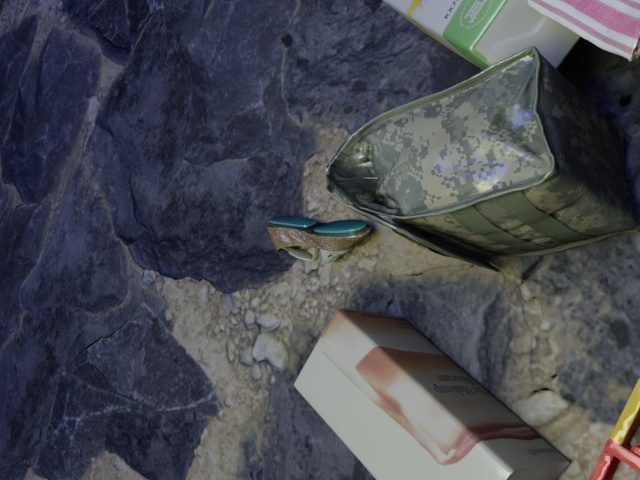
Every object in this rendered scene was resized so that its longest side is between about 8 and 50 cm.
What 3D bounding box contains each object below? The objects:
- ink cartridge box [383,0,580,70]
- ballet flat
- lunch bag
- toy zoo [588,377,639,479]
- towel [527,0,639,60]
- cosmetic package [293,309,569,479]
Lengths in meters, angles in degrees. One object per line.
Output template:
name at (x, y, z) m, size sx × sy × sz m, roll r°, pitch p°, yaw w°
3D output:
ink cartridge box at (0.203, -0.346, 0.861) m, size 0.207 × 0.119 × 0.353 m, roll -56°, pitch 31°, yaw 17°
ballet flat at (0.000, 0.000, 1.071) m, size 0.206 × 0.073 × 0.067 m, roll 7°, pitch 111°, yaw 46°
lunch bag at (0.179, -0.063, 0.795) m, size 0.287 × 0.235 × 0.168 m, roll -18°, pitch 64°, yaw 39°
toy zoo at (0.374, 0.259, 0.676) m, size 0.192 × 0.030 × 0.293 m, roll 29°, pitch 99°, yaw 43°
towel at (0.292, -0.280, 0.626) m, size 0.197 × 0.029 × 0.144 m, roll -58°, pitch 44°, yaw 20°
cosmetic package at (0.124, 0.220, 0.831) m, size 0.296 × 0.153 × 0.129 m, roll 40°, pitch 108°, yaw 39°
